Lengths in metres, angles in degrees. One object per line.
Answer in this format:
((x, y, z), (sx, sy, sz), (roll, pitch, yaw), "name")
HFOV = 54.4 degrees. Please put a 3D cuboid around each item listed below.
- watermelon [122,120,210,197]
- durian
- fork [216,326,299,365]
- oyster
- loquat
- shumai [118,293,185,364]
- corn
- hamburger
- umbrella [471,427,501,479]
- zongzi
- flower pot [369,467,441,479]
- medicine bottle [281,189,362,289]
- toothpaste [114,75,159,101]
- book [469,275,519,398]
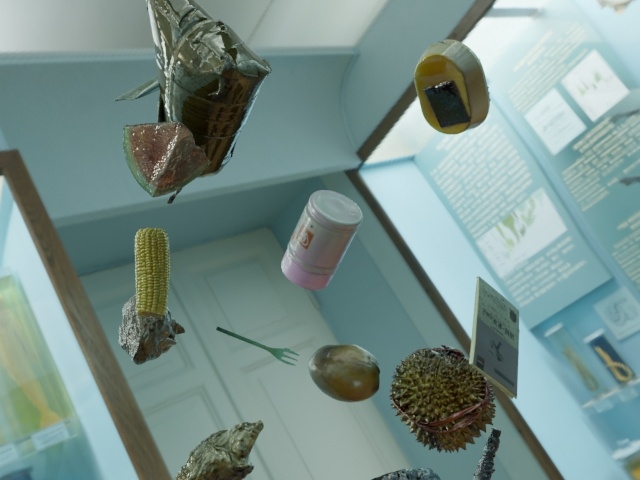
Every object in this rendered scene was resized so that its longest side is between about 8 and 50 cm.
((-0.383, -0.235, 1.541), (0.202, 0.207, 0.136), (-41, 5, 22), "watermelon")
((0.385, 0.499, 1.983), (0.347, 0.347, 0.384), (-38, -44, 20), "durian")
((-0.168, 0.275, 1.657), (0.039, 0.235, 0.021), (-69, 12, -18), "fork")
((-0.292, 0.637, 1.749), (0.341, 0.110, 0.166), (-28, -49, -9), "oyster")
((0.074, 0.404, 1.912), (0.227, 0.179, 0.179), (10, -19, 5), "loquat")
((-0.474, 0.264, 1.824), (0.185, 0.218, 0.184), (20, -84, -38), "shumai")
((-0.454, 0.086, 1.684), (0.093, 0.244, 0.093), (-3, -5, 0), "corn")
((0.410, -0.473, 1.925), (0.151, 0.227, 0.295), (-40, -53, -34), "hamburger")
((0.630, 0.814, 2.330), (0.071, 0.224, 0.080), (23, -11, -18), "umbrella")
((-0.390, -0.422, 1.707), (0.218, 0.467, 0.500), (-21, -27, -43), "zongzi")
((0.179, 0.661, 1.302), (0.267, 0.267, 0.266), (-13, -41, -11), "flower pot")
((0.000, 0.000, 2.219), (0.202, 0.202, 0.316), (-13, -40, -45), "medicine bottle")
((-0.479, -0.439, 1.765), (0.255, 0.067, 0.037), (-49, -43, -49), "toothpaste")
((0.303, 0.164, 1.073), (0.127, 0.181, 0.014), (39, -43, -26), "book")
